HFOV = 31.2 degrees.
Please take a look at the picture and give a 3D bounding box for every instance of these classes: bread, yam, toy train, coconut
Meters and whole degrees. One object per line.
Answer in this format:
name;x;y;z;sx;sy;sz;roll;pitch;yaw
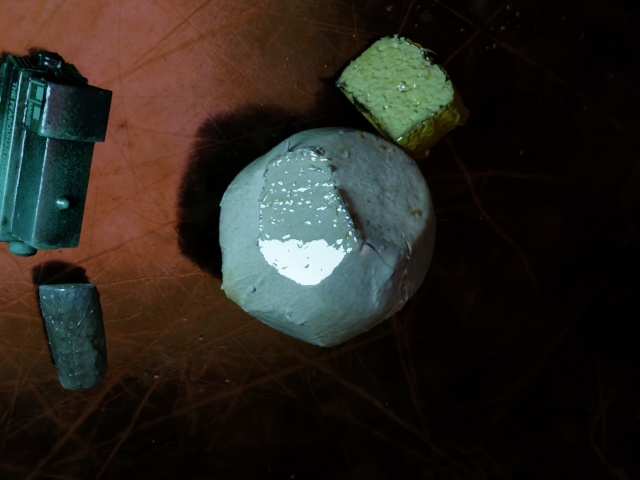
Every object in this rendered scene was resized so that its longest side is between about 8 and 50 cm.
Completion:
bread;0.155;-0.233;1.968;0.160;0.260;0.147;-42;134;-2
yam;-0.407;0.149;1.907;0.107;0.107;0.183;-11;108;-18
toy train;-0.430;-0.127;1.784;0.138;0.178;0.330;3;102;-40
coconut;0.000;0.000;1.903;0.346;0.360;0.346;16;57;-26
